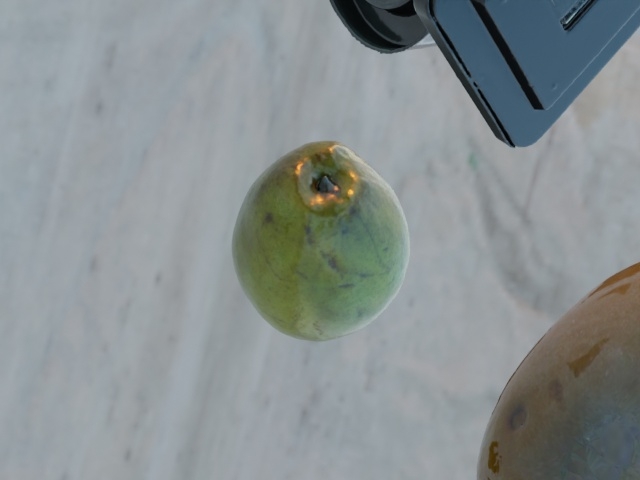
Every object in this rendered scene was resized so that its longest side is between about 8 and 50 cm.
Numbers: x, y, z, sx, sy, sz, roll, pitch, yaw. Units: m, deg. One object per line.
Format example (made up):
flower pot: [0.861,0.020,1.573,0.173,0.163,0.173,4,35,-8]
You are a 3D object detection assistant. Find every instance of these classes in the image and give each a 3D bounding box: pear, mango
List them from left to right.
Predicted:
pear: [0.000,0.000,2.403,0.307,0.253,0.253,99,5,-55]
mango: [0.277,0.109,1.280,0.384,0.221,0.199,-46,165,18]

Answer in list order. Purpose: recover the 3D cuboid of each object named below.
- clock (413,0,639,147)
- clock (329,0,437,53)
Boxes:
clock: [0.242,-0.258,1.807,0.279,0.049,0.273,-48,137,-7]
clock: [0.097,-0.369,1.993,0.319,0.066,0.318,12,-76,58]
